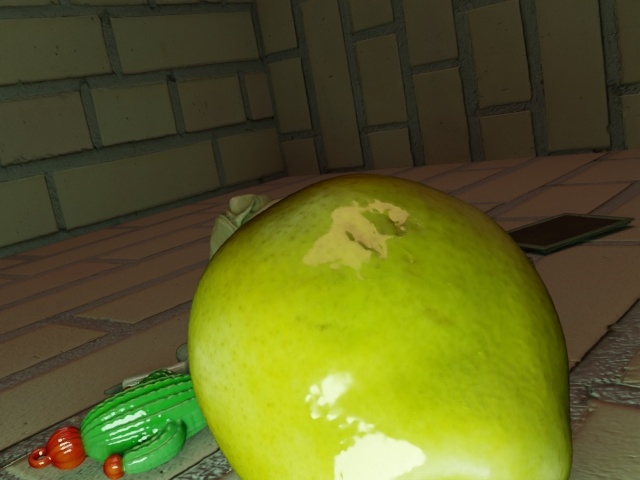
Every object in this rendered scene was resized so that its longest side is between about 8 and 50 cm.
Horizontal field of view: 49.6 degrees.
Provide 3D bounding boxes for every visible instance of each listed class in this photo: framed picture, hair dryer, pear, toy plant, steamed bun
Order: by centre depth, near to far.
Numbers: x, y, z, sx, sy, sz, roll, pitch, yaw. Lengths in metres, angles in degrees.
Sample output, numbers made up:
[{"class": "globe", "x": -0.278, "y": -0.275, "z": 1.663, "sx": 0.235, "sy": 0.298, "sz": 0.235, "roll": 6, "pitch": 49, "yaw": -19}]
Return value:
[{"class": "pear", "x": 0.052, "y": 0.113, "z": 0.690, "sx": 0.363, "sy": 0.362, "sz": 0.418, "roll": -12, "pitch": 38, "yaw": -10}, {"class": "toy plant", "x": -0.246, "y": 0.251, "z": 0.925, "sx": 0.155, "sy": 0.088, "sz": 0.240, "roll": 16, "pitch": 32, "yaw": 33}, {"class": "hair dryer", "x": -0.272, "y": 0.236, "z": 1.156, "sx": 0.183, "sy": 0.044, "sz": 0.155, "roll": -20, "pitch": 13, "yaw": -22}, {"class": "framed picture", "x": 0.581, "y": -0.020, "z": 1.710, "sx": 0.296, "sy": 0.019, "sz": 0.232, "roll": -15, "pitch": 12, "yaw": -23}, {"class": "steamed bun", "x": -0.155, "y": -0.027, "z": 1.910, "sx": 0.289, "sy": 0.203, "sz": 0.276, "roll": -5, "pitch": 14, "yaw": 17}]

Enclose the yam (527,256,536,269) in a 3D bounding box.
[{"class": "yam", "x": 0.366, "y": 0.067, "z": 1.386, "sx": 0.133, "sy": 0.054, "sz": 0.054, "roll": -10, "pitch": 11, "yaw": -7}]
